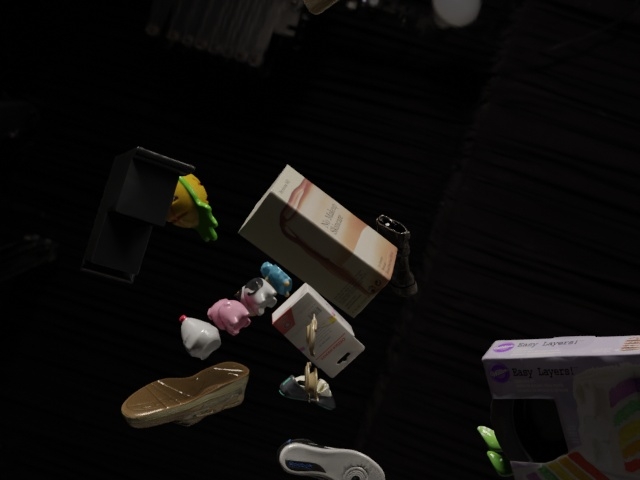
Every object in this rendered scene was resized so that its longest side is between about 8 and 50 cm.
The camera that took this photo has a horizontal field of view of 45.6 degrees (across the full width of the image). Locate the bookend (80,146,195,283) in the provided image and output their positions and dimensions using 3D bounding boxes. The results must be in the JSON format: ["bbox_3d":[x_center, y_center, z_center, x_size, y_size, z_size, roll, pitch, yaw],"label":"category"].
[{"bbox_3d":[-0.229,-0.025,0.937,0.157,0.072,0.156,1,75,66],"label":"bookend"}]

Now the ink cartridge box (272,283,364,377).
[{"bbox_3d":[-0.004,0.209,1.757,0.115,0.198,0.067,-42,14,7],"label":"ink cartridge box"}]

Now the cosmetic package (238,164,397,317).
[{"bbox_3d":[0.000,0.000,1.555,0.129,0.296,0.153,-50,9,28],"label":"cosmetic package"}]

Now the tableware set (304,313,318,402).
[{"bbox_3d":[-0.015,0.216,1.385,0.141,0.020,0.169,-161,72,-85],"label":"tableware set"}]

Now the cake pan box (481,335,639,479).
[{"bbox_3d":[0.382,0.262,1.101,0.070,0.266,0.246,-26,-76,-50],"label":"cake pan box"}]

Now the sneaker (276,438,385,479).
[{"bbox_3d":[0.018,0.446,1.541,0.121,0.216,0.079,158,129,-80],"label":"sneaker"}]

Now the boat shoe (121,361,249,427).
[{"bbox_3d":[-0.277,0.345,1.605,0.302,0.109,0.098,-13,-63,-45],"label":"boat shoe"}]

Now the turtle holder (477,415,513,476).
[{"bbox_3d":[0.440,0.392,1.301,0.243,0.227,0.320,61,178,-35],"label":"turtle holder"}]

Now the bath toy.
[{"bbox_3d":[-0.240,0.187,2.073,0.348,0.129,0.151,-35,-24,-30],"label":"bath toy"}]

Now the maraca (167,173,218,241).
[{"bbox_3d":[-0.267,-0.072,1.515,0.099,0.185,0.127,-37,-23,-28],"label":"maraca"}]

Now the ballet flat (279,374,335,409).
[{"bbox_3d":[-0.020,0.401,2.030,0.074,0.203,0.074,-25,53,38],"label":"ballet flat"}]

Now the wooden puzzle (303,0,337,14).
[{"bbox_3d":[0.025,-0.656,1.731,0.221,0.044,0.239,-33,-40,6],"label":"wooden puzzle"}]

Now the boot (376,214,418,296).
[{"bbox_3d":[0.203,0.030,2.270,0.263,0.091,0.229,24,132,56],"label":"boot"}]
